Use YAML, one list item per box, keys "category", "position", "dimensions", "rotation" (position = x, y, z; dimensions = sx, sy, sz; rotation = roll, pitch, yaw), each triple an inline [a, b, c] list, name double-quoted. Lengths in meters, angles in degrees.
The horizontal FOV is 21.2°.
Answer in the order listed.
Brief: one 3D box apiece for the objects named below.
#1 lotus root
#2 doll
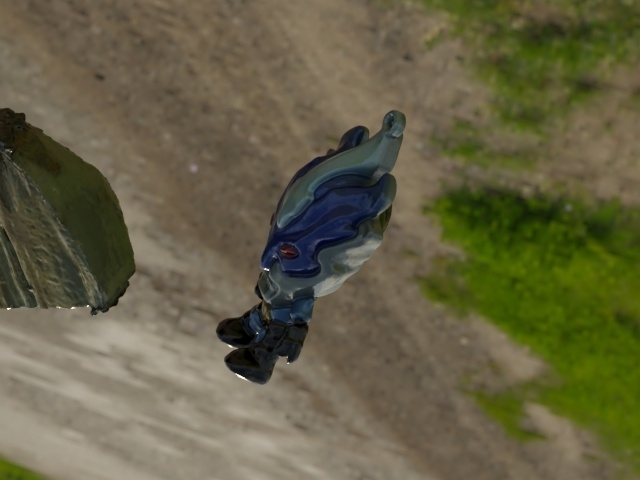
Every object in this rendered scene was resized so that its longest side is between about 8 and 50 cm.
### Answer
- category: "lotus root"
  position: [-0.189, -0.025, 1.082]
  dimensions: [0.143, 0.070, 0.144]
  rotation: [7, 126, 26]
- category: "doll"
  position: [0.000, 0.000, 1.046]
  dimensions: [0.070, 0.195, 0.096]
  rotation: [20, -154, -29]
